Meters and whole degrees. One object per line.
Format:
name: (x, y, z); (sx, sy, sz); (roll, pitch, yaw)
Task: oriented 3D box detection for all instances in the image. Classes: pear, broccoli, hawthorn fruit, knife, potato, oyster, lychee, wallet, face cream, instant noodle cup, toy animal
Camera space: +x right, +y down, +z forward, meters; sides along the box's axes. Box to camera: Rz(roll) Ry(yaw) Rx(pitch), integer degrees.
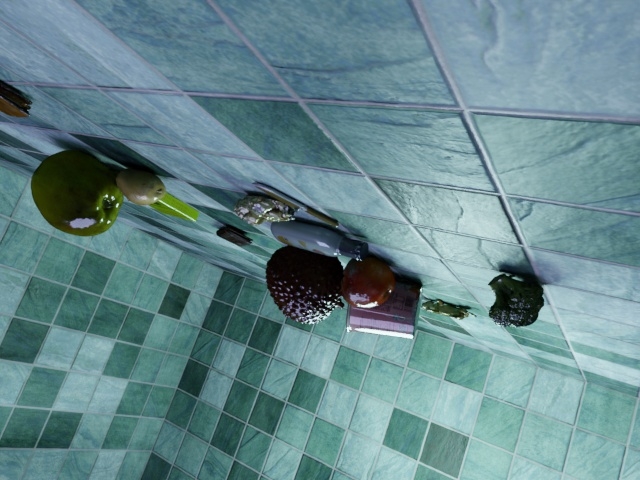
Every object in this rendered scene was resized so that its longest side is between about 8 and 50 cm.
pear: (-0.779, -0.150, 1.698); (0.321, 0.269, 0.269); (23, 171, 24)
broccoli: (0.468, 0.147, 1.278); (0.138, 0.145, 0.162); (51, -174, 2)
hawthorn fruit: (0.148, 0.132, 1.670); (0.172, 0.173, 0.173); (19, 169, 4)
knife: (-0.062, -0.087, 1.347); (0.256, 0.022, 0.046); (26, 172, -27)
potato: (-0.556, -0.165, 1.635); (0.178, 0.110, 0.118); (19, -167, 33)
oyster: (-0.158, -0.073, 1.451); (0.163, 0.081, 0.191); (19, 174, -19)
lychee: (-0.047, 0.142, 1.793); (0.304, 0.276, 0.275); (37, 166, -8)
wallet: (-0.356, -0.016, 2.176); (0.124, 0.042, 0.230); (27, 167, -18)
face cream: (0.000, 0.000, 1.529); (0.291, 0.071, 0.144); (14, 168, 28)
instant noodle cup: (0.229, 0.225, 1.851); (0.231, 0.243, 0.243); (9, 167, 14)
toy animal: (0.483, 0.262, 2.010); (0.241, 0.057, 0.099); (10, 172, 38)
wallet: (-0.806, -0.364, 1.298); (0.195, 0.042, 0.161); (12, 162, 46)

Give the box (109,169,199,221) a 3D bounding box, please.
box: (-0.614, -0.161, 1.922); (0.187, 0.047, 0.335); (14, 168, 31)
